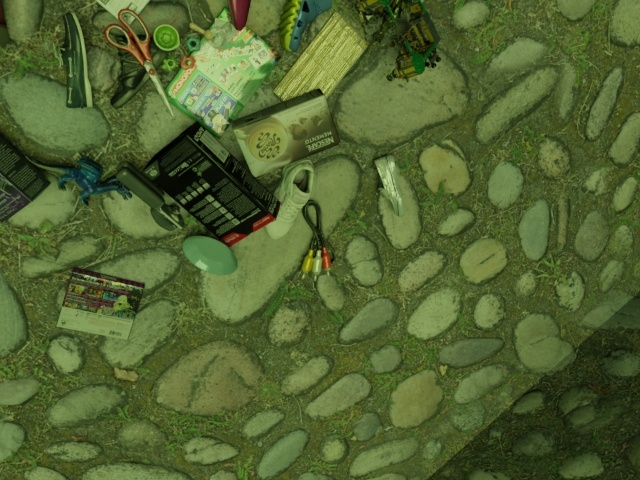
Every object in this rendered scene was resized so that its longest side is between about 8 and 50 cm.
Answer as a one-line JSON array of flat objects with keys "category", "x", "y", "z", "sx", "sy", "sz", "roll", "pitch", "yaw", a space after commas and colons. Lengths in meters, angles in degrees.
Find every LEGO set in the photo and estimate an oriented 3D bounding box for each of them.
[{"category": "LEGO set", "x": 0.194, "y": -0.627, "z": 1.548, "sx": 0.331, "sy": 0.192, "sz": 0.254, "roll": 46, "pitch": 58, "yaw": -31}]

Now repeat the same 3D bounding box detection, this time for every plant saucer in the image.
[{"category": "plant saucer", "x": -0.360, "y": 0.041, "z": 1.737, "sx": 0.195, "sy": 0.037, "sz": 0.194, "roll": 11, "pitch": 139, "yaw": 10}]

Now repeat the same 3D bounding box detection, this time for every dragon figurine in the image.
[{"category": "dragon figurine", "x": -0.702, "y": -0.200, "z": 1.551, "sx": 0.144, "sy": 0.085, "sz": 0.289, "roll": -46, "pitch": 117, "yaw": 6}]

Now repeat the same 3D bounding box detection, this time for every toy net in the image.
[{"category": "toy net", "x": -0.342, "y": -0.554, "z": 1.464, "sx": 0.232, "sy": 0.045, "sz": 0.122, "roll": -17, "pitch": 105, "yaw": -12}]

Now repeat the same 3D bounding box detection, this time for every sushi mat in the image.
[{"category": "sushi mat", "x": 0.000, "y": -0.541, "z": 1.643, "sx": 0.151, "sy": 0.019, "sz": 0.316, "roll": 35, "pitch": 99, "yaw": -26}]

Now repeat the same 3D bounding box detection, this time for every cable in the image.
[{"category": "cable", "x": 0.000, "y": 0.000, "z": 1.838, "sx": 0.140, "sy": 0.072, "sz": 0.287, "roll": -5, "pitch": 113, "yaw": -19}]

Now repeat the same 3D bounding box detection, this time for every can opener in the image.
[{"category": "can opener", "x": -0.530, "y": -0.121, "z": 1.608, "sx": 0.095, "sy": 0.076, "sz": 0.283, "roll": -31, "pitch": 133, "yaw": 13}]

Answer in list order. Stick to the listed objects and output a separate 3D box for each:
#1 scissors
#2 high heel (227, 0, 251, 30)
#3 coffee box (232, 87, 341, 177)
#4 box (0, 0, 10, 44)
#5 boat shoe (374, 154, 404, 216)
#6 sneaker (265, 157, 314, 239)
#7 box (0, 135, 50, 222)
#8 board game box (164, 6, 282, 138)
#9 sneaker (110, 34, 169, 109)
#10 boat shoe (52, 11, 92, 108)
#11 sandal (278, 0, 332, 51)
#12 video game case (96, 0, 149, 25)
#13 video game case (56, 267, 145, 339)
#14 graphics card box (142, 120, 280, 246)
[{"category": "scissors", "x": -0.469, "y": -0.490, "z": 1.448, "sx": 0.109, "sy": 0.021, "sz": 0.297, "roll": -42, "pitch": 118, "yaw": -9}, {"category": "high heel", "x": -0.168, "y": -0.770, "z": 1.421, "sx": 0.182, "sy": 0.127, "sz": 0.376, "roll": 0, "pitch": 104, "yaw": -5}, {"category": "coffee box", "x": -0.106, "y": -0.337, "z": 1.629, "sx": 0.297, "sy": 0.119, "sz": 0.168, "roll": -21, "pitch": 117, "yaw": 0}, {"category": "box", "x": -0.896, "y": -0.610, "z": 1.303, "sx": 0.149, "sy": 0.127, "sz": 0.232, "roll": -6, "pitch": 114, "yaw": -14}, {"category": "boat shoe", "x": 0.239, "y": -0.187, "z": 1.832, "sx": 0.076, "sy": 0.083, "sz": 0.226, "roll": -14, "pitch": 104, "yaw": 3}, {"category": "sneaker", "x": -0.106, "y": -0.134, "z": 1.709, "sx": 0.114, "sy": 0.152, "sz": 0.304, "roll": 14, "pitch": 109, "yaw": -23}, {"category": "box", "x": -0.904, "y": -0.178, "z": 1.463, "sx": 0.153, "sy": 0.108, "sz": 0.207, "roll": -26, "pitch": 120, "yaw": 26}, {"category": "board game box", "x": -0.295, "y": -0.496, "z": 1.564, "sx": 0.214, "sy": 0.046, "sz": 0.317, "roll": 36, "pitch": 99, "yaw": -24}, {"category": "sneaker", "x": -0.547, "y": -0.488, "z": 1.477, "sx": 0.130, "sy": 0.087, "sz": 0.227, "roll": 37, "pitch": 96, "yaw": -23}, {"category": "boat shoe", "x": -0.684, "y": -0.491, "z": 1.435, "sx": 0.079, "sy": 0.095, "sz": 0.254, "roll": -10, "pitch": 124, "yaw": -24}, {"category": "sandal", "x": -0.026, "y": -0.701, "z": 1.515, "sx": 0.138, "sy": 0.126, "sz": 0.317, "roll": 14, "pitch": 109, "yaw": -25}, {"category": "video game case", "x": -0.539, "y": -0.714, "z": 1.419, "sx": 0.173, "sy": 0.022, "sz": 0.190, "roll": 39, "pitch": 98, "yaw": -26}, {"category": "video game case", "x": -0.731, "y": 0.215, "z": 1.740, "sx": 0.232, "sy": 0.042, "sz": 0.210, "roll": 16, "pitch": 107, "yaw": -21}, {"category": "graphics card box", "x": -0.331, "y": -0.162, "z": 1.613, "sx": 0.233, "sy": 0.094, "sz": 0.371, "roll": -28, "pitch": 122, "yaw": 34}]
